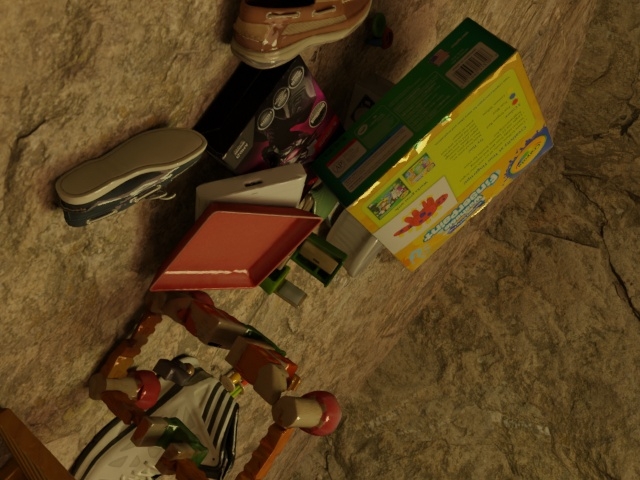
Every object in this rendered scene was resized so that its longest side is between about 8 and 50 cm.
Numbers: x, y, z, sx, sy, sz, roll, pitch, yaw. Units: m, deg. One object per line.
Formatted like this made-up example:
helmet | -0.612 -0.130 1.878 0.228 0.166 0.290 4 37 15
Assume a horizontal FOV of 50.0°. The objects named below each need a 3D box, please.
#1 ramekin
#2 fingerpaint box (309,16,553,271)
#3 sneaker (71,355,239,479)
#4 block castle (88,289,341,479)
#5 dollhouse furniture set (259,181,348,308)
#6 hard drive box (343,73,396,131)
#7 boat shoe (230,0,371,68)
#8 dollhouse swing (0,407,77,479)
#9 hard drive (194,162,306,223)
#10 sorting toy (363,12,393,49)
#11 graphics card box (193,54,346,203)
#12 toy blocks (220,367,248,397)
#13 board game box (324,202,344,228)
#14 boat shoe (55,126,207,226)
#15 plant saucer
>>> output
ramekin | 0.128 -0.039 1.913 0.273 0.127 0.273 -49 171 -11
fingerpaint box | 0.254 -0.188 1.495 0.445 0.163 0.371 -43 144 7
sneaker | -0.361 0.503 1.553 0.447 0.257 0.169 -49 158 -14
block castle | -0.207 0.311 1.355 0.303 0.453 0.213 -57 151 2
dollhouse furniture set | 0.000 0.000 1.600 0.301 0.151 0.197 -56 177 35
hard drive box | 0.149 -0.250 1.644 0.089 0.181 0.232 -34 149 -42
boat shoe | -0.018 -0.404 1.165 0.324 0.123 0.116 -42 152 -35
dollhouse swing | -0.516 0.519 1.158 0.315 0.347 0.305 -47 147 -21
hard drive | -0.148 -0.029 1.356 0.203 0.040 0.307 -15 153 -20
sorting toy | 0.121 -0.452 1.498 0.102 0.042 0.061 36 73 -57
graphics card box | -0.082 -0.204 1.347 0.233 0.094 0.371 -53 157 -3
toy blocks | -0.217 0.387 1.962 0.148 0.054 0.123 -37 151 -39
board game box | 0.063 -0.115 1.863 0.154 0.026 0.103 -50 157 -13
boat shoe | -0.286 -0.098 1.071 0.254 0.095 0.079 -37 150 -36
plant saucer | -0.166 0.009 1.310 0.258 0.048 0.259 2 145 -44
